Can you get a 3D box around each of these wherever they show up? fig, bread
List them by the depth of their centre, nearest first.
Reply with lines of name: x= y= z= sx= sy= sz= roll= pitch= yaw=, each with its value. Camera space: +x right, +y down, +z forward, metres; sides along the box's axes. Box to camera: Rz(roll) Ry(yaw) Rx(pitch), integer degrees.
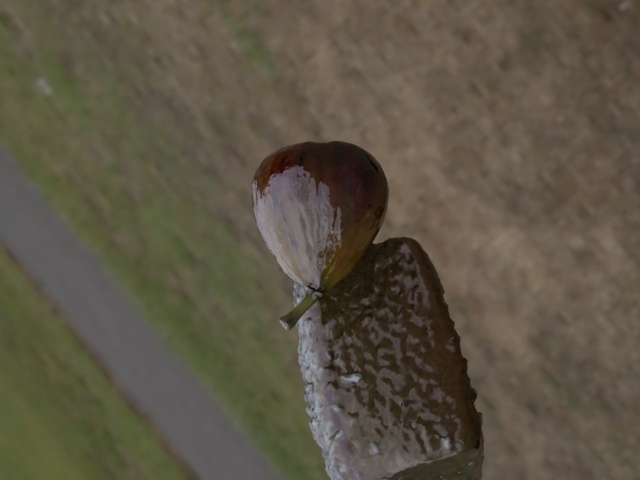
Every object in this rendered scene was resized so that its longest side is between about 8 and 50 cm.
fig: x=0.000 y=0.000 z=1.206 sx=0.089 sy=0.089 sz=0.125 roll=112 pitch=161 yaw=-71
bread: x=0.054 y=0.143 z=1.416 sx=0.416 sy=0.113 sz=0.165 roll=78 pitch=180 yaw=-69
